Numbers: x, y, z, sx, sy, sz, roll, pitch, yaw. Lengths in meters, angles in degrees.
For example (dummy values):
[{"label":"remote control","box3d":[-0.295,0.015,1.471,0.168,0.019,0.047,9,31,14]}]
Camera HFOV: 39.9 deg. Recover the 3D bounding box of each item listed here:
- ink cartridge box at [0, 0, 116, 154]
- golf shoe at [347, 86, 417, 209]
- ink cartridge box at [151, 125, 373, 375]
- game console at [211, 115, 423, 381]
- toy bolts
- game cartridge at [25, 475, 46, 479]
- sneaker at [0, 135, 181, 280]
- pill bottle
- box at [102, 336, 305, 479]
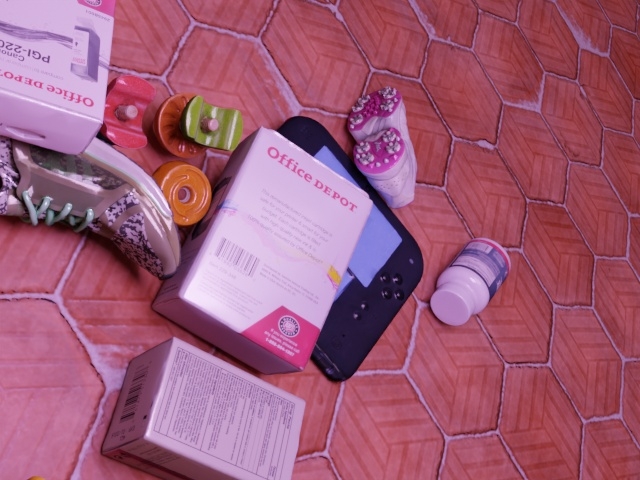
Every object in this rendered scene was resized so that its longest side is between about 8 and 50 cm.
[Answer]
[{"label":"ink cartridge box","box3d":[-0.353,-0.236,1.117,0.158,0.092,0.218,15,61,-29]},{"label":"golf shoe","box3d":[0.123,-0.179,1.683,0.306,0.115,0.140,-85,152,-51]},{"label":"ink cartridge box","box3d":[-0.083,0.020,1.348,0.226,0.131,0.306,34,62,-19]},{"label":"game console","box3d":[0.000,0.000,1.528,0.387,0.060,0.342,50,46,-11]},{"label":"toy bolts","box3d":[-0.266,-0.140,1.318,0.228,0.158,0.218,21,80,-40]},{"label":"game cartridge","box3d":[-0.312,0.488,1.022,0.285,0.052,0.324,42,47,-18]},{"label":"sneaker","box3d":[-0.371,-0.068,1.193,0.410,0.158,0.182,43,57,-8]},{"label":"pill bottle","box3d":[0.287,0.082,1.706,0.108,0.108,0.180,54,46,-8]},{"label":"box","box3d":[-0.156,0.257,1.217,0.232,0.126,0.149,32,52,-27]}]
